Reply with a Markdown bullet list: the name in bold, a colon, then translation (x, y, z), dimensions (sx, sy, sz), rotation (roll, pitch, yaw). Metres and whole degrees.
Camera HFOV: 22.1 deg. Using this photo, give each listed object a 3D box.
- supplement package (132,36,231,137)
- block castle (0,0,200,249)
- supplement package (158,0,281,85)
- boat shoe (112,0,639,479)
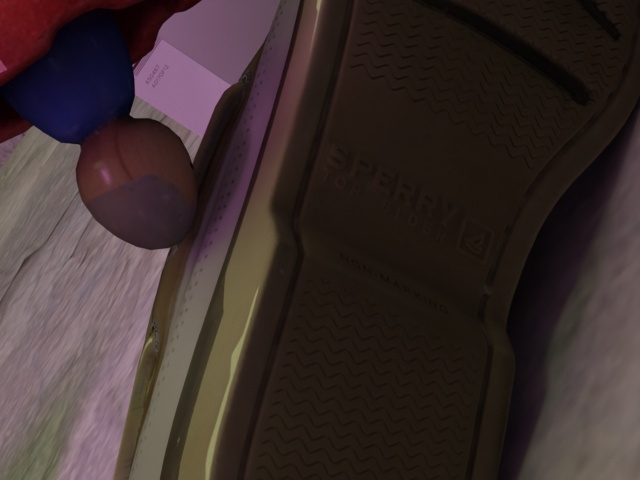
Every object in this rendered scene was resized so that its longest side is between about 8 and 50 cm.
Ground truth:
- **supplement package**: translation (-0.082, -0.216, 1.033), dimensions (0.198, 0.199, 0.263), rotation (-54, 14, 14)
- **block castle**: translation (-0.165, -0.030, 0.224), dimensions (0.303, 0.213, 0.453), rotation (-35, 0, -5)
- **supplement package**: translation (-0.021, -0.135, 0.692), dimensions (0.105, 0.179, 0.105), rotation (-49, 16, 28)
- **boat shoe**: translation (0.011, -0.018, 0.468), dimensions (0.103, 0.113, 0.302), rotation (-27, 33, 53)
